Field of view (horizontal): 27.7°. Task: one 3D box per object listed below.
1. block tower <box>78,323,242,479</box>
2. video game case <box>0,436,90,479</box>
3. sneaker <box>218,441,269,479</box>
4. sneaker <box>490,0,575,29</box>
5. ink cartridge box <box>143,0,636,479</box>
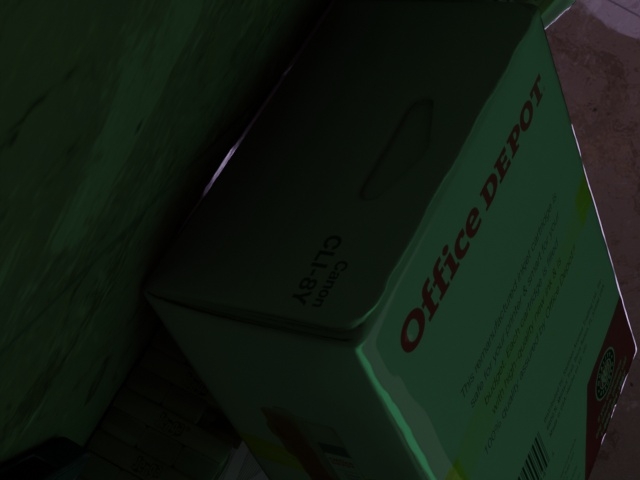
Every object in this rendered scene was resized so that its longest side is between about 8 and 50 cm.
[{"bbox_3d":[-0.103,0.136,0.928,0.335,0.091,0.097,-61,178,-23],"label":"block tower"},{"bbox_3d":[-0.193,0.198,0.615,0.196,0.026,0.274,-61,178,-1],"label":"video game case"},{"bbox_3d":[-0.057,0.312,1.429,0.169,0.257,0.447,21,95,-63],"label":"sneaker"},{"bbox_3d":[0.109,-0.265,0.789,0.182,0.158,0.410,-17,149,-39],"label":"sneaker"},{"bbox_3d":[0.077,0.059,0.905,0.279,0.160,0.385,-60,143,-30],"label":"ink cartridge box"}]
